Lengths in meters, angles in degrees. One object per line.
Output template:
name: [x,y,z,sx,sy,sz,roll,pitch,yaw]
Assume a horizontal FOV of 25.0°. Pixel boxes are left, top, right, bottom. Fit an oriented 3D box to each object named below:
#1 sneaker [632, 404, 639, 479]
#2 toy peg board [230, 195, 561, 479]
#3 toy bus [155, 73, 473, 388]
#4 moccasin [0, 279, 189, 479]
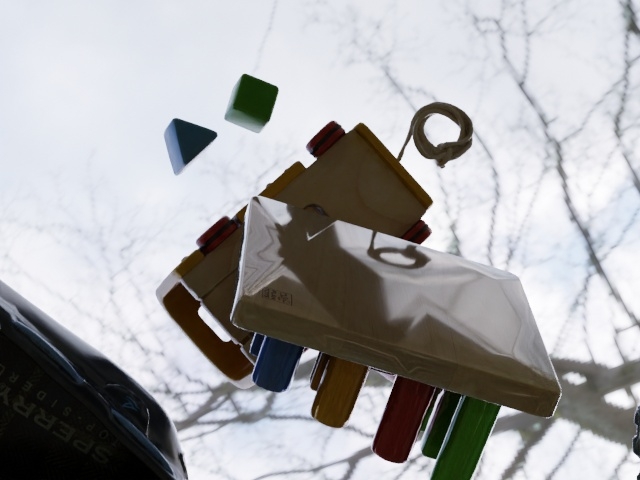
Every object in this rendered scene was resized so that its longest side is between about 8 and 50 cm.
sneaker: [0.268,0.193,0.845,0.110,0.122,0.283,42,-147,-56]
toy peg board: [0.026,0.058,0.756,0.160,0.079,0.161,17,-162,-6]
toy bus: [-0.012,0.003,0.948,0.202,0.104,0.191,6,-105,-16]
moccasin: [-0.205,0.062,0.786,0.342,0.117,0.138,27,-88,-27]
